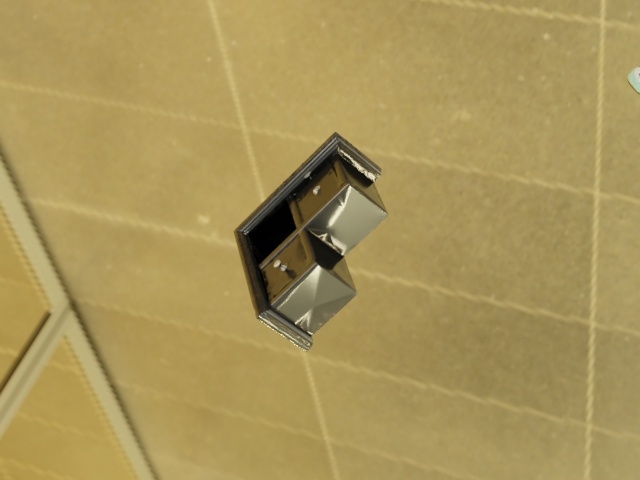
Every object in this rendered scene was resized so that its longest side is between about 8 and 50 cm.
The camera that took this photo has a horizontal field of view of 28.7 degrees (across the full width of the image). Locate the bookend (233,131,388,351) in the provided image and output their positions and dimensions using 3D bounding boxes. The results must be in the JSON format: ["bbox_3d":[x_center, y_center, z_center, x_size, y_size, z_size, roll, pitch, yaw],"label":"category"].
[{"bbox_3d":[0.000,0.000,1.253,0.156,0.157,0.072,-43,123,17],"label":"bookend"}]

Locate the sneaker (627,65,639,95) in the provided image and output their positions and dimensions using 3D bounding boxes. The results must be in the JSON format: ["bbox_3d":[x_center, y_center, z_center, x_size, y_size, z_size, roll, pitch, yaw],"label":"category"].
[{"bbox_3d":[0.346,-0.139,1.180,0.069,0.038,0.098,-40,87,13],"label":"sneaker"}]
